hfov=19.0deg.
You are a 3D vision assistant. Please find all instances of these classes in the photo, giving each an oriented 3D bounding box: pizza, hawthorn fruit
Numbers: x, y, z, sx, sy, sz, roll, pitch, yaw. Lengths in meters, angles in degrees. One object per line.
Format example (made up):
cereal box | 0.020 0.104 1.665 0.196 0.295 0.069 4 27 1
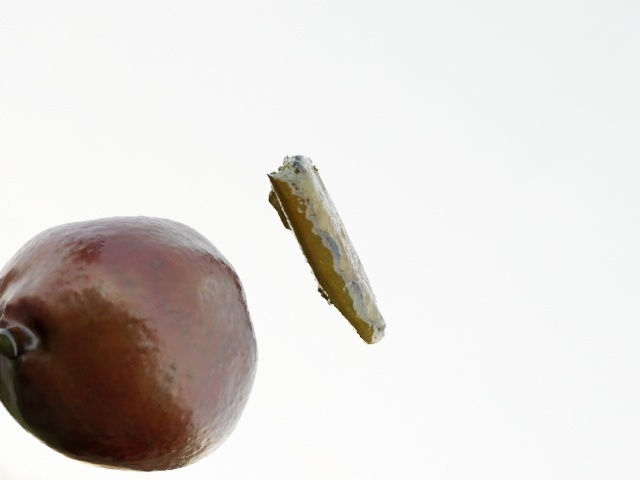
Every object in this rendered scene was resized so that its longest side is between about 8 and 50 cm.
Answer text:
pizza | -0.001 0.000 1.302 0.099 0.036 0.160 -107 171 -55
hawthorn fruit | -0.128 0.062 1.170 0.169 0.169 0.188 24 5 25
